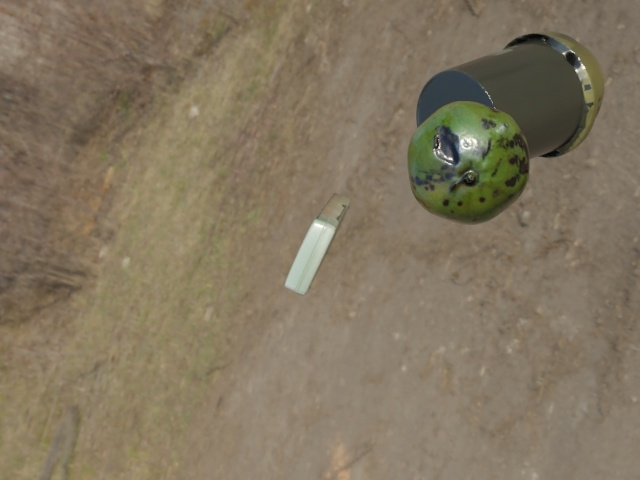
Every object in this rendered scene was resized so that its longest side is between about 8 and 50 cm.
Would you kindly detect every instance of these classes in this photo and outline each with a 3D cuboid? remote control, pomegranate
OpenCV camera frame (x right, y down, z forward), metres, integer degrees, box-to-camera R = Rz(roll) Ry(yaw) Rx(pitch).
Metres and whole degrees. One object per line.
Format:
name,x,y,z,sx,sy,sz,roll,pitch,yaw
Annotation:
remote control,-0.001,0.000,1.644,0.344,0.050,0.145,-56,-9,-78
pomegranate,0.141,-0.080,0.852,0.122,0.122,0.161,-65,14,11

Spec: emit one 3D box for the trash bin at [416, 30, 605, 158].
trash bin,0.336,-0.228,1.423,0.214,0.333,0.214,28,129,40
